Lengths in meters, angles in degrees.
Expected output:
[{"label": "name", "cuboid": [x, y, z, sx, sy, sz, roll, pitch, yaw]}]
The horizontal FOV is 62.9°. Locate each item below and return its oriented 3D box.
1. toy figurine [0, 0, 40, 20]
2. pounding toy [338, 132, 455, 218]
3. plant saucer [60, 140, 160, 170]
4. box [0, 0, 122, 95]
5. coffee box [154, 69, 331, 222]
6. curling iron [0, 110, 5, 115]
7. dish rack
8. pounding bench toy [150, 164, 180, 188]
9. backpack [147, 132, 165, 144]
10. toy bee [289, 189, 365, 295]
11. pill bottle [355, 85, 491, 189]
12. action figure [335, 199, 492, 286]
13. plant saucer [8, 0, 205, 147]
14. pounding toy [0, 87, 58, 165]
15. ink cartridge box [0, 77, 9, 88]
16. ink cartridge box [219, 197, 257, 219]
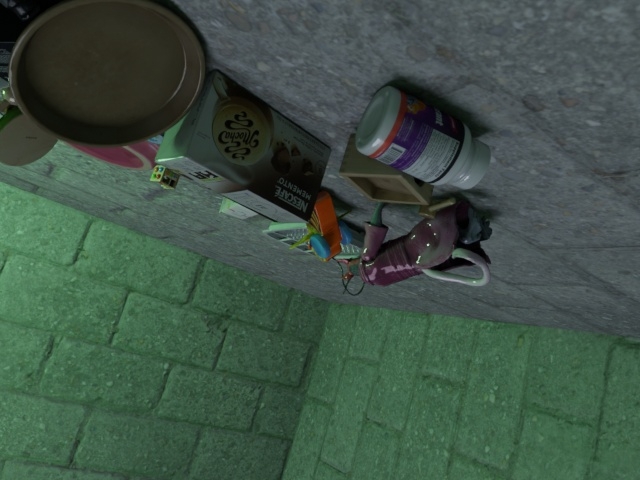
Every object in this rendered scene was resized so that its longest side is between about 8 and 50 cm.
[{"label": "toy figurine", "cuboid": [-0.526, -0.319, 0.711, 0.213, 0.209, 0.148, 11, 160, 27]}, {"label": "pounding toy", "cuboid": [0.170, -0.118, 0.965, 0.181, 0.094, 0.206, 8, 165, 36]}, {"label": "plant saucer", "cuboid": [-0.517, -0.256, 1.264, 0.332, 0.084, 0.332, 15, 167, 4]}, {"label": "box", "cuboid": [-0.440, -0.312, 0.877, 0.261, 0.103, 0.184, 10, 163, 24]}, {"label": "coffee box", "cuboid": [-0.135, -0.161, 0.997, 0.119, 0.168, 0.297, 3, 161, 47]}, {"label": "curling iron", "cuboid": [-0.842, -0.336, 1.435, 0.068, 0.035, 0.274, 9, 166, 30]}, {"label": "dish rack", "cuboid": [0.001, -0.014, 1.693, 0.286, 0.072, 0.333, 25, 165, -32]}, {"label": "pounding bench toy", "cuboid": [-0.477, -0.191, 1.568, 0.083, 0.052, 0.065, 6, 164, 38]}, {"label": "backpack", "cuboid": [-0.338, -0.245, 1.083, 0.105, 0.084, 0.114, 13, 170, 23]}, {"label": "toy bee", "cuboid": [0.000, 0.000, 1.423, 0.195, 0.298, 0.162, -11, -162, -30]}, {"label": "pill bottle", "cuboid": [0.161, -0.150, 0.807, 0.194, 0.108, 0.108, 21, 167, -20]}, {"label": "action figure", "cuboid": [0.207, 0.048, 1.203, 0.370, 0.275, 0.248, -21, 132, 24]}, {"label": "plant saucer", "cuboid": [-0.312, -0.250, 0.787, 0.278, 0.041, 0.278, -22, 154, -12]}, {"label": "pounding toy", "cuboid": [-0.767, -0.296, 1.295, 0.110, 0.183, 0.237, 41, 170, 8]}, {"label": "ink cartridge box", "cuboid": [-0.731, -0.311, 1.017, 0.275, 0.239, 0.060, 9, 122, 32]}, {"label": "ink cartridge box", "cuboid": [-0.198, -0.123, 1.368, 0.067, 0.115, 0.198, 21, 168, -24]}]
